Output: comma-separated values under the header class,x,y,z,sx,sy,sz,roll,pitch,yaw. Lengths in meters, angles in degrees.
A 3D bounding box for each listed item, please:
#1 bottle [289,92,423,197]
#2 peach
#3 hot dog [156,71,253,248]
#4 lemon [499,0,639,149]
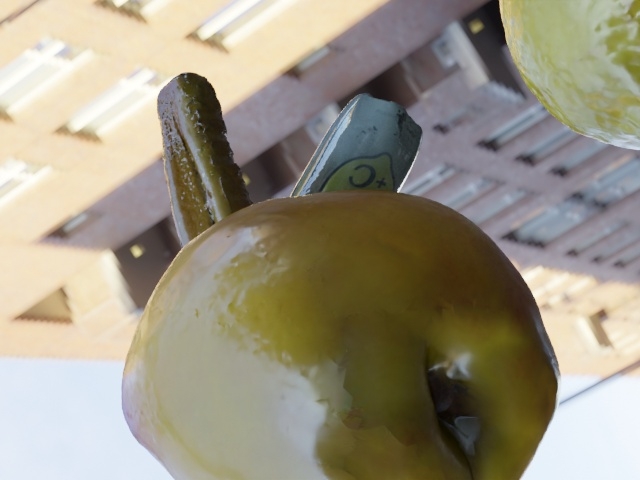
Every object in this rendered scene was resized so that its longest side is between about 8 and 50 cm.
class,x,y,z,sx,sy,sz,roll,pitch,yaw
bottle,0.000,0.000,1.354,0.083,0.083,0.269,40,-109,-37
peach,0.009,0.097,1.177,0.289,0.308,0.289,-5,-82,-40
hot dog,-0.104,-0.035,1.554,0.068,0.083,0.289,14,-126,-51
lemon,0.115,-0.088,0.539,0.109,0.109,0.133,33,-140,-46
